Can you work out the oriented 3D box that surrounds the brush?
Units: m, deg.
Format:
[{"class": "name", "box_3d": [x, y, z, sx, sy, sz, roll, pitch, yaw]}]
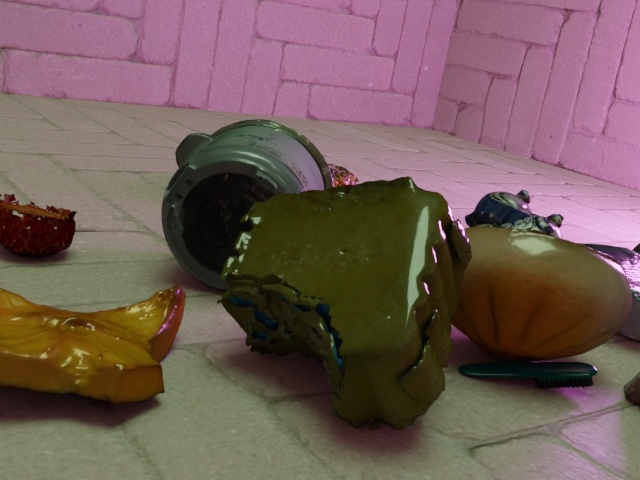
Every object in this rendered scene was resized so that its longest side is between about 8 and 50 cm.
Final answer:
[{"class": "brush", "box_3d": [0.293, 0.192, 1.134, 0.194, 0.032, 0.043, -2, 17, 3]}]

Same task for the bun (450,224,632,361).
[{"class": "bun", "box_3d": [0.295, 0.098, 1.181, 0.299, 0.164, 0.299, 17, -13, 4]}]

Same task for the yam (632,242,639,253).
[{"class": "yam", "box_3d": [0.782, 0.075, 1.704, 0.133, 0.133, 0.330, 4, 11, -20]}]

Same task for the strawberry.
[{"class": "strawberry", "box_3d": [-0.471, -0.021, 1.304, 0.145, 0.086, 0.145, 11, 16, -3]}]

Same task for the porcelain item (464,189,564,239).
[{"class": "porcelain item", "box_3d": [0.423, -0.014, 1.811, 0.186, 0.137, 0.288, -11, 24, -10]}]

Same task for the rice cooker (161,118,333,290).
[{"class": "rice cooker", "box_3d": [-0.121, -0.063, 1.354, 0.317, 0.264, 0.316, 31, 20, -13]}]

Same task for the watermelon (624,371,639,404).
[{"class": "watermelon", "box_3d": [0.602, 0.199, 1.101, 0.292, 0.319, 0.222, -13, 61, -42]}]

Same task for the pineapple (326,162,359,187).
[{"class": "pineapple", "box_3d": [0.012, -0.172, 2.190, 0.225, 0.076, 0.225, 10, 13, -2]}]

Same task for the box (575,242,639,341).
[{"class": "box", "box_3d": [0.573, 0.098, 1.503, 0.264, 0.105, 0.337, 2, 18, -24]}]

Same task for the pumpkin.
[{"class": "pumpkin", "box_3d": [-0.285, 0.112, 0.924, 0.290, 0.095, 0.258, 8, 11, -20]}]

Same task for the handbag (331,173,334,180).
[{"class": "handbag", "box_3d": [-0.123, -0.144, 1.950, 0.269, 0.100, 0.274, 18, 16, 24]}]

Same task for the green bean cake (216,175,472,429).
[{"class": "green bean cake", "box_3d": [0.024, 0.092, 1.004, 0.310, 0.202, 0.285, -1, 47, 28]}]
